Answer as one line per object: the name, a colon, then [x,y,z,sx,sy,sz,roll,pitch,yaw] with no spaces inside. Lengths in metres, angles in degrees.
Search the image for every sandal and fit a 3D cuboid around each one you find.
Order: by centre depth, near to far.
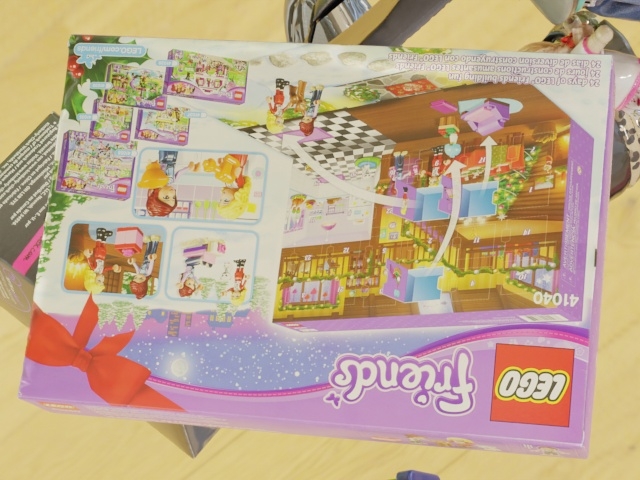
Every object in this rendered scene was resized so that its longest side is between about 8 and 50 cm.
sandal: [0.058,-0.171,1.074,0.254,0.097,0.054,-41,102,5]

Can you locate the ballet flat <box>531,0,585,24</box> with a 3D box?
ballet flat: [0.077,-0.205,0.801,0.068,0.072,0.213,-9,97,-11]

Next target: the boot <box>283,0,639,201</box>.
boot: [0.159,-0.142,1.676,0.284,0.138,0.377,-35,95,-21]

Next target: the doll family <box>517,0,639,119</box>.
doll family: [0.210,-0.193,1.198,0.163,0.263,0.118,12,60,-3]

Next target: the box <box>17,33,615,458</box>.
box: [0.000,0.000,0.889,0.293,0.057,0.201,4,77,12]

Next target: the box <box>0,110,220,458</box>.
box: [-0.175,0.039,1.515,0.270,0.165,0.143,36,70,20]

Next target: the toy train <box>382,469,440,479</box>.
toy train: [0.069,0.380,1.835,0.143,0.105,0.248,-14,69,35]
